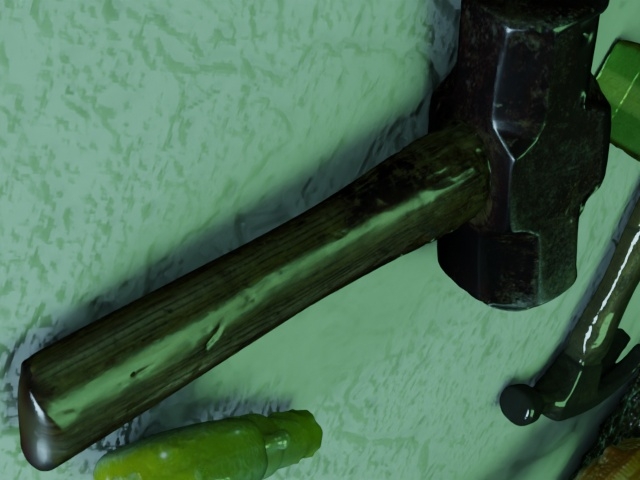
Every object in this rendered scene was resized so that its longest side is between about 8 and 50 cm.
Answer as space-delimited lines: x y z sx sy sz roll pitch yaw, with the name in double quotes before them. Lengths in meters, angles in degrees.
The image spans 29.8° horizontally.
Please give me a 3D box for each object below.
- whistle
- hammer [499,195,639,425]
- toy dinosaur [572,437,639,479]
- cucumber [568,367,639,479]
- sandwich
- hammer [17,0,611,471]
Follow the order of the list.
"whistle" -0.059 0.141 0.759 0.104 0.057 0.198 -21 168 27
"hammer" 0.289 -0.029 1.026 0.168 0.044 0.440 -8 128 -43
"toy dinosaur" 0.261 0.286 1.147 0.392 0.092 0.206 -3 114 -33
"cucumber" 0.336 0.218 1.270 0.096 0.096 0.359 4 121 -50
"sandwich" 0.254 -0.103 0.918 0.074 0.074 0.116 -61 160 16
"hammer" 0.000 0.000 0.709 0.408 0.095 0.242 -28 140 -21
